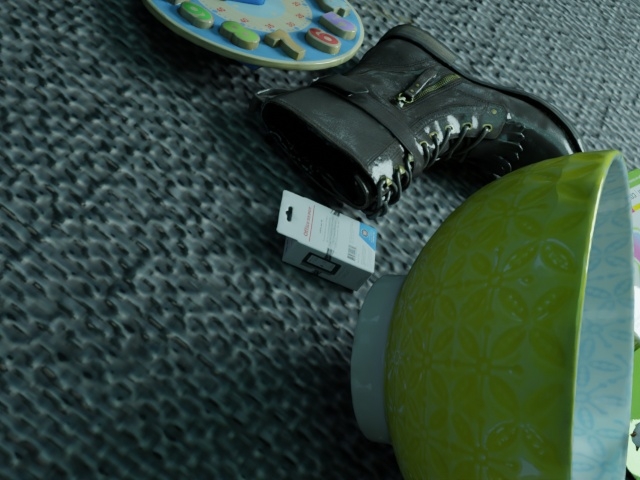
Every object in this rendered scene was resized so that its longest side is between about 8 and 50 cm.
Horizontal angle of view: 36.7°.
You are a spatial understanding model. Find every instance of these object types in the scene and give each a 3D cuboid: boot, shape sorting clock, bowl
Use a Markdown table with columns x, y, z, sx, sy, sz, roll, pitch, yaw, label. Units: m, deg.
| x | y | z | sx | sy | sz | roll | pitch | yaw | label |
| --- | --- | --- | --- | --- | --- | --- | --- | --- | --- |
| 0.091 | -0.078 | 0.841 | 0.263 | 0.091 | 0.229 | 34 | 42 | 11 | boot |
| -0.059 | -0.212 | 0.851 | 0.206 | 0.040 | 0.206 | 11 | 36 | -8 | shape sorting clock |
| 0.112 | 0.084 | 0.634 | 0.156 | 0.289 | 0.289 | 2 | 36 | 24 | bowl |

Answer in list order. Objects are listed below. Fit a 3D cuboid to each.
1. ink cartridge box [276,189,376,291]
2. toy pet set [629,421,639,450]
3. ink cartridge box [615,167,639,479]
| x | y | z | sx | sy | sz | roll | pitch | yaw | label |
| --- | --- | --- | --- | --- | --- | --- | --- | --- | --- |
| 0.000 | 0.000 | 0.745 | 0.083 | 0.028 | 0.048 | 24 | 44 | -17 | ink cartridge box |
| 0.254 | 0.198 | 0.707 | 0.114 | 0.065 | 0.122 | -87 | 154 | -62 | toy pet set |
| 0.285 | 0.079 | 0.826 | 0.189 | 0.097 | 0.255 | -21 | 68 | -44 | ink cartridge box |
